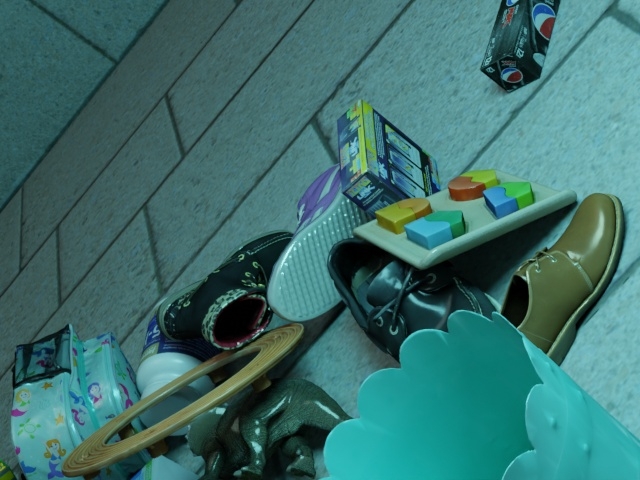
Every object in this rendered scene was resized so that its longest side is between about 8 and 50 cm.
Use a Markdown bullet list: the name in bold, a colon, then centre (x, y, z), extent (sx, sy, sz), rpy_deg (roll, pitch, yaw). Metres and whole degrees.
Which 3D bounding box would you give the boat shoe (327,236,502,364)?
- **boat shoe**: centre (0.094, 0.065, 1.455), extent (0.127, 0.113, 0.340), rpy_deg (-52, 24, 6)

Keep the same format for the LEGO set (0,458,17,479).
- **LEGO set**: centre (-0.549, 0.454, 1.944), extent (0.331, 0.254, 0.192), rpy_deg (1, 30, 49)

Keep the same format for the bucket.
- **bucket**: centre (0.136, 0.219, 1.093), extent (0.281, 0.183, 0.281), rpy_deg (-42, 26, 26)

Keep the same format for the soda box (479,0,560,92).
- **soda box**: centre (0.258, -0.273, 1.677), extent (0.060, 0.053, 0.168), rpy_deg (-24, 38, 48)

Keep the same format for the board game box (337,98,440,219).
- **board game box**: centre (0.087, -0.079, 1.628), extent (0.048, 0.141, 0.170), rpy_deg (-42, 26, 25)

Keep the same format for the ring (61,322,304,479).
- **ring**: centre (-0.161, 0.198, 1.594), extent (0.337, 0.032, 0.336), rpy_deg (-29, 6, 3)

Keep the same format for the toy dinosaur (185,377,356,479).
- **toy dinosaur**: centre (-0.070, 0.223, 1.545), extent (0.313, 0.121, 0.160), rpy_deg (-39, 34, 36)

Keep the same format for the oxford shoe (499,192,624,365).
- **oxford shoe**: centre (0.232, 0.033, 1.297), extent (0.212, 0.076, 0.076), rpy_deg (-60, 23, -17)

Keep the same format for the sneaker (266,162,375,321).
- **sneaker**: centre (0.001, 0.000, 1.749), extent (0.282, 0.102, 0.161), rpy_deg (-54, 18, -26)

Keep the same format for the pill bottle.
- **pill bottle**: centre (-0.198, 0.176, 1.849), extent (0.112, 0.112, 0.186), rpy_deg (-39, 28, 31)

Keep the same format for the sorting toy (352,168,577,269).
- **sorting toy**: centre (0.153, -0.034, 1.458), extent (0.193, 0.038, 0.208), rpy_deg (-24, 16, -16)

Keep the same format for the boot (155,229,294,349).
- **boot**: centre (-0.090, 0.069, 1.764), extent (0.236, 0.085, 0.179), rpy_deg (-33, 17, -21)

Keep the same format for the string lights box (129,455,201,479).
- **string lights box**: centre (-0.261, 0.410, 1.696), extent (0.260, 0.077, 0.133), rpy_deg (-44, 27, 21)

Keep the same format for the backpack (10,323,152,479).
- **backpack**: centre (-0.335, 0.266, 1.842), extent (0.191, 0.225, 0.253), rpy_deg (-17, 32, 7)
